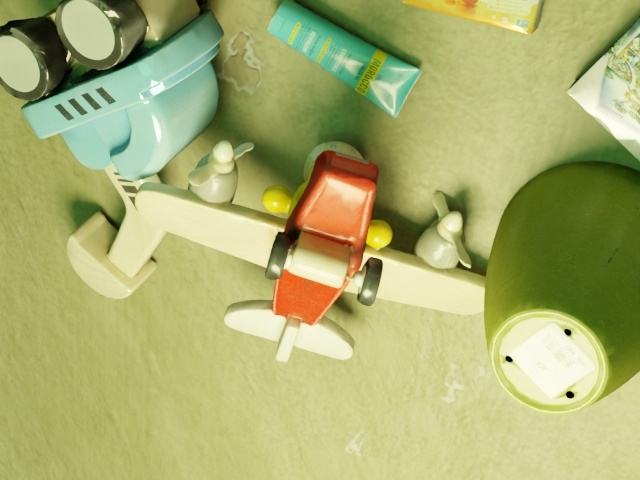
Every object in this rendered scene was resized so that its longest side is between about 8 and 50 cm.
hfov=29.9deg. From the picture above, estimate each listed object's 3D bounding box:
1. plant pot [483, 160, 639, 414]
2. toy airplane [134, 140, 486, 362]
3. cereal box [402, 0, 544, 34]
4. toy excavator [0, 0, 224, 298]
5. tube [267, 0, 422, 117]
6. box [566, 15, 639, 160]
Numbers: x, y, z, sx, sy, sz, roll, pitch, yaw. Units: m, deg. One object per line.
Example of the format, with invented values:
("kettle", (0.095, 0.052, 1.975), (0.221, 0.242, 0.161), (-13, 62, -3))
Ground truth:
("plant pot", (0.310, 0.079, 1.466), (0.275, 0.293, 0.275), (10, 116, 21))
("toy airplane", (0.000, 0.000, 1.621), (0.384, 0.272, 0.386), (-7, 148, 37))
("cereal box", (0.203, -0.386, 1.447), (0.173, 0.047, 0.240), (17, 119, 17))
("toy excavator", (-0.273, -0.140, 1.687), (0.433, 0.222, 0.445), (-15, 112, 37))
("tube", (0.030, -0.247, 1.595), (0.207, 0.052, 0.080), (31, 132, 1))
("box", (0.438, -0.159, 1.446), (0.233, 0.044, 0.159), (44, 123, 1))
